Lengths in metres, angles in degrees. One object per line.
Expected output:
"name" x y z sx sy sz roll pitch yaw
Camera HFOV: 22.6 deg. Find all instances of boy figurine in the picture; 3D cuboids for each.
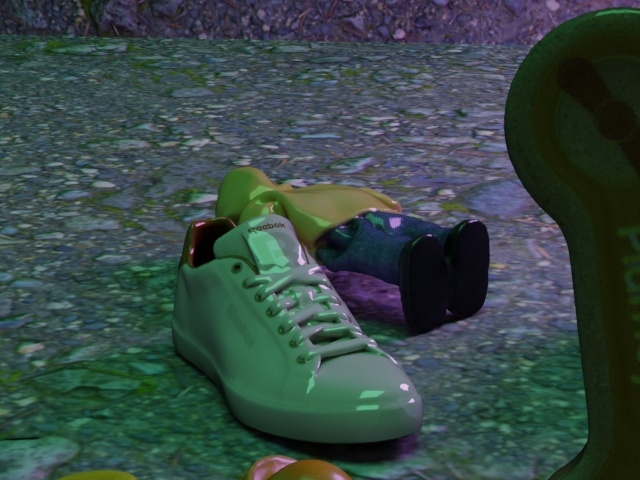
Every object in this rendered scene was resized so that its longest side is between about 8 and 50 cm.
"boy figurine" 0.000 0.000 1.365 0.285 0.092 0.177 13 22 42

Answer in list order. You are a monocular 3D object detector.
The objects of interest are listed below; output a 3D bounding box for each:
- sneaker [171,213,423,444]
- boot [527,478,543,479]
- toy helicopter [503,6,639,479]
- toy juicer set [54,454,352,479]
"sneaker" -0.030 0.054 1.135 0.106 0.123 0.290 -9 20 -31
"boot" 0.227 0.160 0.799 0.220 0.109 0.283 18 9 26
"toy helicopter" 0.148 0.088 0.591 0.235 0.355 0.140 -8 7 15
"toy juicer set" -0.028 0.180 0.757 0.209 0.089 0.329 -6 7 -10
